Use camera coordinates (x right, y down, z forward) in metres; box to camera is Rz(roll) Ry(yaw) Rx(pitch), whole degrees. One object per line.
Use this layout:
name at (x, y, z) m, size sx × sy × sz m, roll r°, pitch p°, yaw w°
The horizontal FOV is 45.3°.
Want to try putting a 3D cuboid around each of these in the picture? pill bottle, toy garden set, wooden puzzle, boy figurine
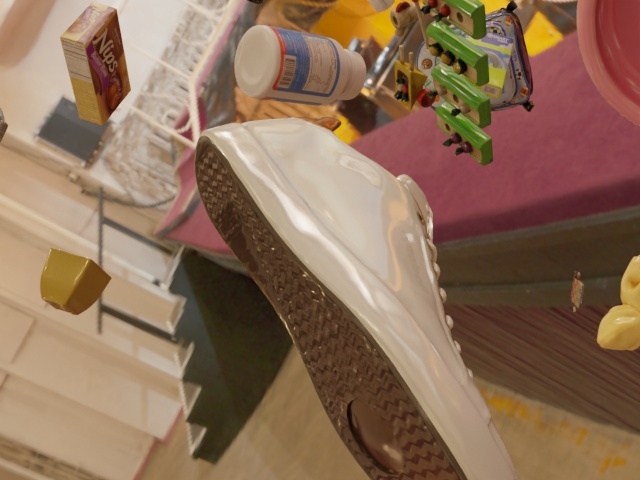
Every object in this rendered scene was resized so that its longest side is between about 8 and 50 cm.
pill bottle at (-0.029, -0.303, 1.353) m, size 0.124 × 0.222 × 0.124 m, roll 2°, pitch 93°, yaw 48°
toy garden set at (0.145, -0.235, 1.021) m, size 0.049 × 0.244 × 0.204 m, roll -28°, pitch 47°, yaw -11°
wooden puzzle at (0.522, 0.105, 1.558) m, size 0.049 × 0.006 × 0.083 m, roll -95°, pitch 9°, yaw -74°
boy figurine at (0.613, 0.100, 1.352) m, size 0.285 × 0.177 × 0.092 m, roll -47°, pitch -23°, yaw 7°

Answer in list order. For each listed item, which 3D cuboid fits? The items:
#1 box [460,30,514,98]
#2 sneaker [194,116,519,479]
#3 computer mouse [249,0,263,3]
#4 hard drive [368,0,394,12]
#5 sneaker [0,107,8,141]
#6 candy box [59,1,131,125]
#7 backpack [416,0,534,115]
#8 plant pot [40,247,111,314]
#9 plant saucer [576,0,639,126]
box at (0.365, -0.404, 1.704) m, size 0.042 × 0.109 × 0.178 m, roll 101°, pitch -173°, yaw -59°
sneaker at (0.043, 0.027, 0.440) m, size 0.290 × 0.123 × 0.106 m, roll 57°, pitch 149°, yaw 25°
computer mouse at (-0.206, -0.620, 1.772) m, size 0.272 × 0.189 × 0.072 m, roll -134°, pitch 60°, yaw -76°
hard drive at (0.066, -0.650, 1.471) m, size 0.047 × 0.353 × 0.233 m, roll -3°, pitch 50°, yaw 49°
sneaker at (-0.682, -0.234, 1.463) m, size 0.132 × 0.229 × 0.086 m, roll -63°, pitch -18°, yaw -6°
candy box at (-0.393, -0.309, 1.352) m, size 0.186 × 0.053 × 0.109 m, roll 99°, pitch -167°, yaw -53°
backpack at (0.373, -0.423, 1.897) m, size 0.263 × 0.276 × 0.213 m, roll -10°, pitch 10°, yaw 28°
plant pot at (-0.406, 0.073, 1.248) m, size 0.081 × 0.082 × 0.083 m, roll 67°, pitch -140°, yaw -62°
plant saucer at (0.470, -0.280, 0.889) m, size 0.332 × 0.332 × 0.084 m, roll -52°, pitch 8°, yaw 32°
